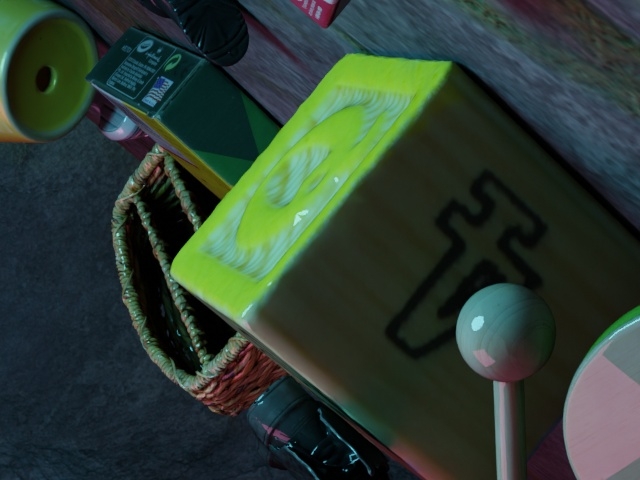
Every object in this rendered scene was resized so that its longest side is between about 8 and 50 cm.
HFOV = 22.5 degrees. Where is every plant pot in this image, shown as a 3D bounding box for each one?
[{"bbox_3d":[-0.412,-0.222,1.973,0.239,0.254,0.254,18,163,34],"label":"plant pot"}]

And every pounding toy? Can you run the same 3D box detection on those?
[{"bbox_3d":[0.204,0.080,0.860,0.237,0.110,0.183,-2,121,23],"label":"pounding toy"}]

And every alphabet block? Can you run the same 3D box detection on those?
[{"bbox_3d":[0.055,0.019,0.990,0.197,0.193,0.192,41,173,-18],"label":"alphabet block"}]

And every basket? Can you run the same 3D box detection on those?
[{"bbox_3d":[-0.146,0.036,1.918,0.299,0.213,0.223,65,-172,28],"label":"basket"}]

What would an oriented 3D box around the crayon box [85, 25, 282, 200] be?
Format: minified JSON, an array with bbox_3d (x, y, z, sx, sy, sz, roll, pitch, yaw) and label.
[{"bbox_3d":[-0.075,-0.077,1.649,0.318,0.081,0.202,43,174,-32],"label":"crayon box"}]

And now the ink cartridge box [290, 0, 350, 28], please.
[{"bbox_3d":[-0.034,-0.171,0.694,0.150,0.063,0.109,39,175,0],"label":"ink cartridge box"}]

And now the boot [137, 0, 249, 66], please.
[{"bbox_3d":[-0.107,-0.180,1.214,0.121,0.045,0.099,48,171,-12],"label":"boot"}]

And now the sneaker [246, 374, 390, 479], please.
[{"bbox_3d":[0.003,0.131,0.954,0.089,0.051,0.170,42,172,18],"label":"sneaker"}]

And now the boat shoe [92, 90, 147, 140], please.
[{"bbox_3d":[-0.242,-0.172,2.091,0.076,0.083,0.226,29,-170,-22],"label":"boat shoe"}]
